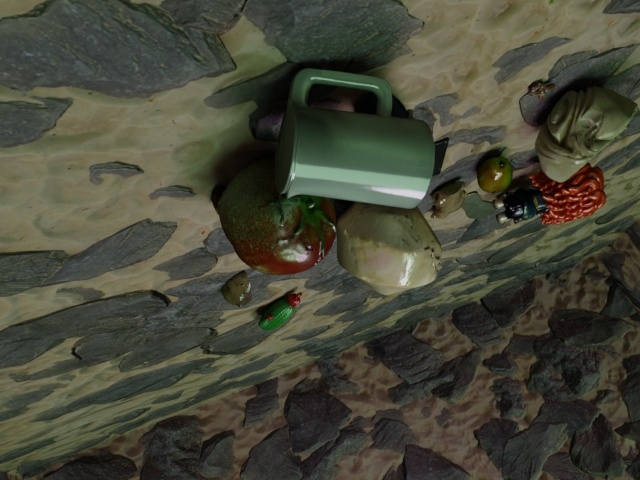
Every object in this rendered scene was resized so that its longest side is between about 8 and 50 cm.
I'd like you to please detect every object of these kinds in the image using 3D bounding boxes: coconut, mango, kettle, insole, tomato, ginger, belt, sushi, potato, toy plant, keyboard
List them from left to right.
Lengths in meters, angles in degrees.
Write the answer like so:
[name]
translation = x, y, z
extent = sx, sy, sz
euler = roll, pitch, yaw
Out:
[sushi]
translation = -0.255, -0.099, 1.478
extent = 0.061, 0.060, 0.118
euler = -28, 157, -5
[potato]
translation = -0.293, 0.191, 1.998
extent = 0.101, 0.089, 0.172
euler = -14, 155, -17
[tomato]
translation = -0.112, -0.057, 1.411
extent = 0.239, 0.303, 0.303
euler = -18, 163, 33
[toy plant]
translation = -0.159, 0.293, 2.344
extent = 0.240, 0.088, 0.154
euler = -38, 167, 4
[kettle]
translation = 0.075, -0.209, 1.233
extent = 0.318, 0.205, 0.265
euler = 5, 128, -14
[coconut]
translation = 0.219, 0.021, 1.798
extent = 0.353, 0.352, 0.352
euler = -20, 156, -10
[belt]
translation = 0.175, -0.278, 1.427
extent = 0.122, 0.128, 0.218
euler = -29, 155, 20
[keyboard]
translation = 0.369, -0.258, 1.796
extent = 0.067, 0.011, 0.202
euler = -20, 156, -6
[ginger]
translation = 0.474, -0.142, 2.058
extent = 0.138, 0.074, 0.213
euler = -15, 152, 1
[insole]
translation = 0.642, -0.138, 2.299
extent = 0.119, 0.009, 0.348
euler = -33, 155, 20
[mango]
translation = 0.613, -0.225, 1.980
extent = 0.125, 0.111, 0.233
euler = -13, 170, 8

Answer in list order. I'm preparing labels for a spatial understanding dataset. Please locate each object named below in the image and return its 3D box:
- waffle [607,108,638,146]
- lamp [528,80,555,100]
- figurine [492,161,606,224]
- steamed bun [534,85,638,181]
[waffle]
translation = 0.997, -0.384, 2.070
extent = 0.309, 0.056, 0.292
euler = -18, 156, -10
[lamp]
translation = 0.646, -0.444, 1.656
extent = 0.083, 0.031, 0.063
euler = -3, 147, -33
[figurine]
translation = 0.872, -0.163, 2.167
extent = 0.306, 0.241, 0.412
euler = 3, 165, -30
[steamed bun]
translation = 0.814, -0.357, 1.789
extent = 0.276, 0.203, 0.289
euler = -39, 170, -38
